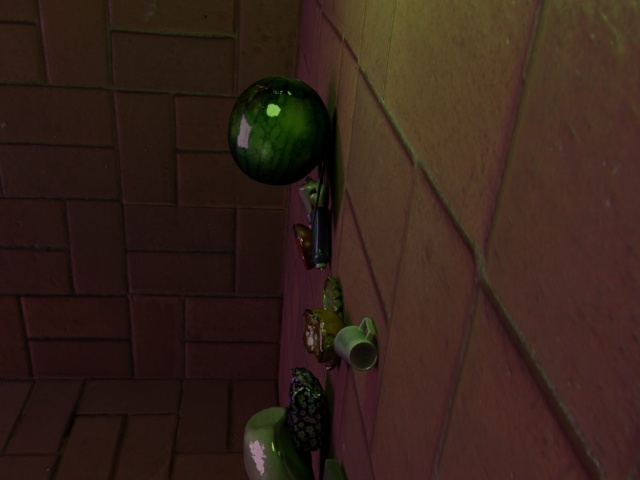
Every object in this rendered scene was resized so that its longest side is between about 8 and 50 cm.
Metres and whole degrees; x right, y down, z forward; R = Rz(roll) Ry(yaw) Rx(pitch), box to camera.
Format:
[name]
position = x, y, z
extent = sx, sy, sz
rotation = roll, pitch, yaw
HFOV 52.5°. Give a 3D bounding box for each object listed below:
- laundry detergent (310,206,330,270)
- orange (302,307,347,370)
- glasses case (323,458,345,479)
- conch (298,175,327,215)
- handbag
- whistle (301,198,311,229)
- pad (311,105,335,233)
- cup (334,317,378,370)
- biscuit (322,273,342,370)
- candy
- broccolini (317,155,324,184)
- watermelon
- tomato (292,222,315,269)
[laundry detergent]
position = 0.001, 0.000, 2.070
extent = 0.096, 0.061, 0.206
rotation = 131, 140, -67
[orange]
position = 0.017, 0.245, 1.674
extent = 0.170, 0.112, 0.160
rotation = 66, 154, 14
[glasses case]
position = 0.043, 0.625, 1.622
extent = 0.205, 0.047, 0.071
rotation = -136, 52, -81
[conch]
position = -0.023, -0.130, 2.175
extent = 0.104, 0.094, 0.176
rotation = 11, 108, 43
[handbag]
position = -0.038, 0.514, 1.989
extent = 0.208, 0.127, 0.229
rotation = -94, -1, -75
[whistle]
position = -0.031, -0.120, 2.406
extent = 0.107, 0.057, 0.220
rotation = 125, 144, -53
[pad]
position = 0.039, -0.236, 1.969
extent = 0.315, 0.063, 0.375
rotation = 98, -178, -50
[cup]
position = 0.082, 0.213, 1.349
extent = 0.104, 0.074, 0.116
rotation = -60, 11, -2
[biscuit]
position = 0.035, 0.217, 1.827
extent = 0.187, 0.036, 0.273
rotation = 105, 166, -63
[candy]
position = -0.112, 0.726, 1.995
extent = 0.386, 0.186, 0.427
rotation = -107, -8, -75
[broccolini]
position = -0.012, -0.252, 2.281
extent = 0.071, 0.057, 0.254
rotation = 10, -97, -54
[watermelon]
position = -0.135, -0.354, 2.136
extent = 0.363, 0.363, 0.363
rotation = -178, 90, -83
[tomato]
position = -0.043, 0.005, 2.289
extent = 0.166, 0.082, 0.174
rotation = 78, 172, -47
